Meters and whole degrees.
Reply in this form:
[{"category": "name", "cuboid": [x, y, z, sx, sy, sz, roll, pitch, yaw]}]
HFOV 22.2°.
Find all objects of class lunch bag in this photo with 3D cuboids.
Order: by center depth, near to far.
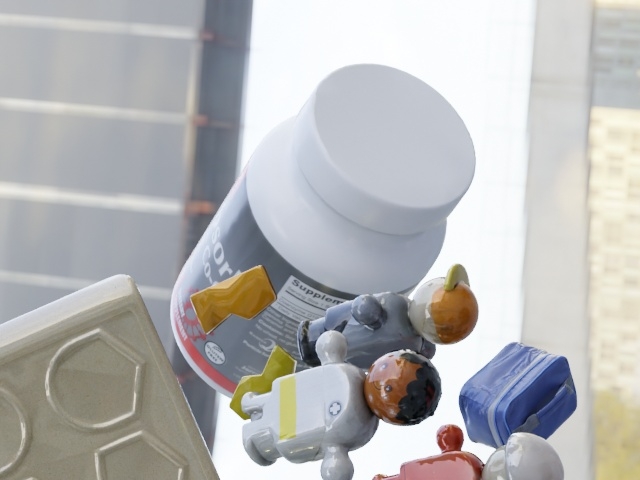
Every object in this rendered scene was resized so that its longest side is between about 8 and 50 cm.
[{"category": "lunch bag", "cuboid": [0.173, 0.134, 1.371, 0.098, 0.065, 0.067, -40, -54, -27]}]

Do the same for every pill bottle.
[{"category": "pill bottle", "cuboid": [0.000, 0.000, 1.633, 0.363, 0.210, 0.210, -55, 12, 47]}]

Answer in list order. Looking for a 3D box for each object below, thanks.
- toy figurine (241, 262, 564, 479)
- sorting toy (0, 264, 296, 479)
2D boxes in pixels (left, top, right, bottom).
[{"category": "toy figurine", "cuboid": [0.064, 0.140, 1.103, 0.209, 0.148, 0.213, 68, -156, -10]}, {"category": "sorting toy", "cuboid": [-0.155, 0.149, 1.267, 0.041, 0.307, 0.229, 20, -134, -84]}]
